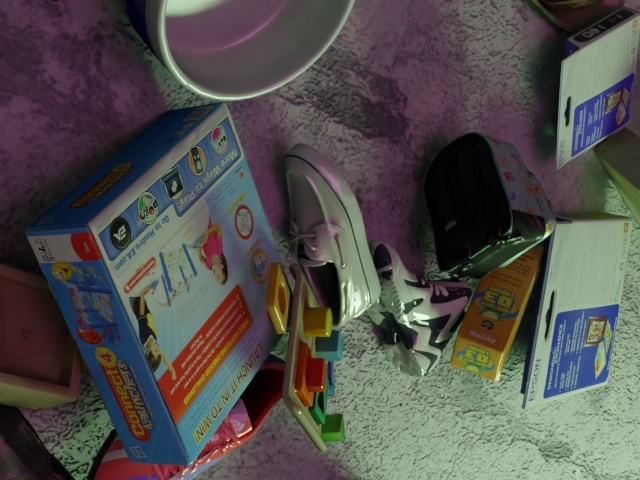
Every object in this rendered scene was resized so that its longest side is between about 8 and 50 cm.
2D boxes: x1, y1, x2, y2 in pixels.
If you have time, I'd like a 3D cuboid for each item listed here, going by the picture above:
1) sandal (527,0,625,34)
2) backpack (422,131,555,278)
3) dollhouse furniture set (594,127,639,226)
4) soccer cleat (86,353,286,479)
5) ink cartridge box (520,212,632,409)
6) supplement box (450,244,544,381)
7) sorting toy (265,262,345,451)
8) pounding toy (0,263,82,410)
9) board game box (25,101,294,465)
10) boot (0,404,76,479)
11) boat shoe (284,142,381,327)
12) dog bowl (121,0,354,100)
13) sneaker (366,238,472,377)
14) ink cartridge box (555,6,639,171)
[{"bbox_3d":[0.382,-0.399,1.635,0.303,0.086,0.120,12,92,-41],"label":"sandal"},{"bbox_3d":[0.238,-0.056,1.530,0.144,0.166,0.188,2,59,-39],"label":"backpack"},{"bbox_3d":[0.715,-0.155,1.799,0.394,0.362,0.256,-37,124,6],"label":"dollhouse furniture set"},{"bbox_3d":[-0.153,0.234,1.277,0.318,0.116,0.108,-41,122,-43],"label":"soccer cleat"},{"bbox_3d":[0.409,0.107,1.749,0.307,0.072,0.303,-1,102,-48],"label":"ink cartridge box"},{"bbox_3d":[0.270,0.098,1.595,0.080,0.078,0.233,94,20,-48],"label":"supplement box"},{"bbox_3d":[-0.004,0.149,1.337,0.347,0.047,0.196,65,23,-60],"label":"sorting toy"},{"bbox_3d":[-0.306,0.094,1.180,0.206,0.094,0.181,22,60,-40],"label":"pounding toy"},{"bbox_3d":[-0.162,0.042,1.210,0.308,0.086,0.302,-53,132,-52],"label":"board game box"},{"bbox_3d":[-0.361,0.310,1.208,0.161,0.083,0.246,-37,120,-15],"label":"boot"},{"bbox_3d":[0.000,0.000,1.414,0.088,0.096,0.267,-42,131,-30],"label":"boat shoe"},{"bbox_3d":[-0.089,-0.296,1.194,0.265,0.104,0.265,-26,142,-22],"label":"dog bowl"},{"bbox_3d":[0.145,0.070,1.545,0.153,0.094,0.235,-41,118,-31],"label":"sneaker"},{"bbox_3d":[0.434,-0.244,1.705,0.208,0.045,0.206,-32,134,-31],"label":"ink cartridge box"}]
